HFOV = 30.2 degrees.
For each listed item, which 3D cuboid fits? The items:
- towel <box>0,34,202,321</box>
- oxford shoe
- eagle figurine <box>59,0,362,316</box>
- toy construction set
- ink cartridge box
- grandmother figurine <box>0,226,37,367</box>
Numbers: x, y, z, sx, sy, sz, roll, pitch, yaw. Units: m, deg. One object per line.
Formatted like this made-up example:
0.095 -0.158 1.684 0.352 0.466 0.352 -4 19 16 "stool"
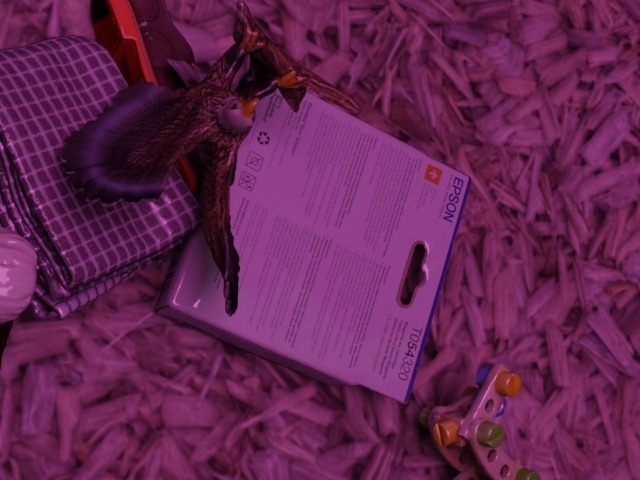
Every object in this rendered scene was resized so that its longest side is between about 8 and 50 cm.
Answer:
-0.274 -0.079 1.282 0.284 0.121 0.235 60 31 -1 "towel"
-0.183 -0.187 1.419 0.098 0.097 0.271 -18 87 -31 "oxford shoe"
-0.122 -0.101 1.267 0.226 0.225 0.298 26 73 14 "eagle figurine"
0.127 0.308 1.414 0.327 0.151 0.215 -29 116 -18 "toy construction set"
0.000 0.000 1.472 0.330 0.071 0.324 26 69 -20 "ink cartridge box"
-0.339 0.054 1.160 0.104 0.342 0.208 -19 87 -26 "grandmother figurine"
